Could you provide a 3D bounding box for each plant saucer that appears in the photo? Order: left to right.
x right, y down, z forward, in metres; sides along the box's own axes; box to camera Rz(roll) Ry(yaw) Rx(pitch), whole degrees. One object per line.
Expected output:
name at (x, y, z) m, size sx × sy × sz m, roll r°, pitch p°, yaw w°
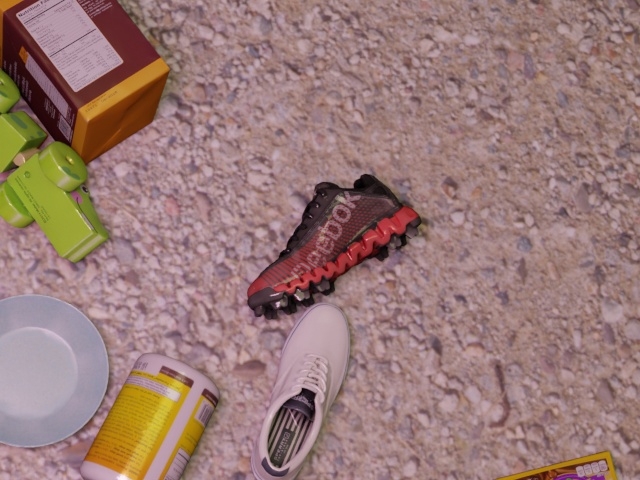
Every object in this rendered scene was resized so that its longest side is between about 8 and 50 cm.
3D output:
plant saucer at (-0.366, 0.166, 1.568) m, size 0.195 × 0.037 × 0.195 m, roll 4°, pitch 74°, yaw -13°

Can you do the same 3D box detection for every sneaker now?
sneaker at (-0.016, 0.198, 1.619) m, size 0.094 × 0.091 × 0.258 m, roll 20°, pitch 70°, yaw -8°
sneaker at (0.000, 0.000, 1.679) m, size 0.276 × 0.097 × 0.135 m, roll -32°, pitch 84°, yaw -23°

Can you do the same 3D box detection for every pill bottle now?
pill bottle at (-0.219, 0.256, 1.537) m, size 0.117 × 0.117 × 0.215 m, roll 28°, pitch 69°, yaw -5°

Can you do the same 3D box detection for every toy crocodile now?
toy crocodile at (-0.395, -0.122, 1.615) m, size 0.115 × 0.105 × 0.340 m, roll -41°, pitch 87°, yaw 21°

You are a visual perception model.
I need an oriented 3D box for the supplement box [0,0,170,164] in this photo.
supplement box at (-0.315, -0.229, 1.613) m, size 0.129 × 0.191 × 0.194 m, roll -36°, pitch 86°, yaw -21°

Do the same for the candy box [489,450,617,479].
candy box at (0.315, 0.361, 1.693) m, size 0.206 × 0.027 × 0.105 m, roll -11°, pitch 81°, yaw -17°
